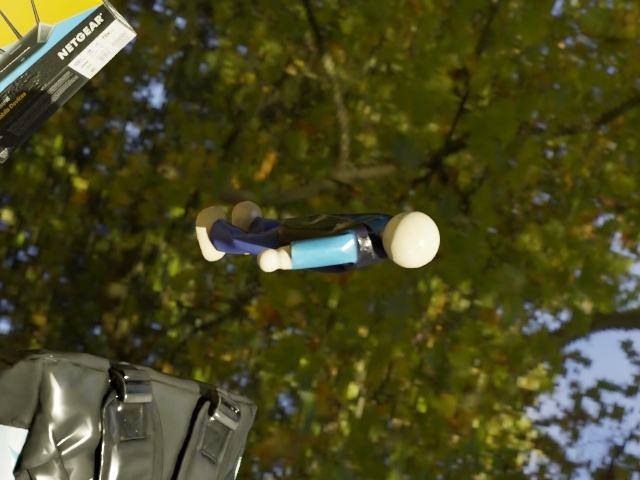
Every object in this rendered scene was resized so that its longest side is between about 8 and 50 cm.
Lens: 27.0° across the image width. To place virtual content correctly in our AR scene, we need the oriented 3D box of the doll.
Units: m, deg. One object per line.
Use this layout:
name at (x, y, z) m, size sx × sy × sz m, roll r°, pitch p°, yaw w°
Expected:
doll at (0.000, 0.000, 0.916) m, size 0.189 × 0.129 × 0.046 m, roll 4°, pitch -79°, yaw 40°

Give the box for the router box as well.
router box at (-0.278, -0.180, 1.237) m, size 0.179 × 0.046 × 0.133 m, roll -43°, pitch -111°, yaw 7°

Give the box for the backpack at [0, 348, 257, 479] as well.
backpack at (-0.222, 0.280, 1.065) m, size 0.273 × 0.290 × 0.355 m, roll -5°, pitch -104°, yaw 32°
